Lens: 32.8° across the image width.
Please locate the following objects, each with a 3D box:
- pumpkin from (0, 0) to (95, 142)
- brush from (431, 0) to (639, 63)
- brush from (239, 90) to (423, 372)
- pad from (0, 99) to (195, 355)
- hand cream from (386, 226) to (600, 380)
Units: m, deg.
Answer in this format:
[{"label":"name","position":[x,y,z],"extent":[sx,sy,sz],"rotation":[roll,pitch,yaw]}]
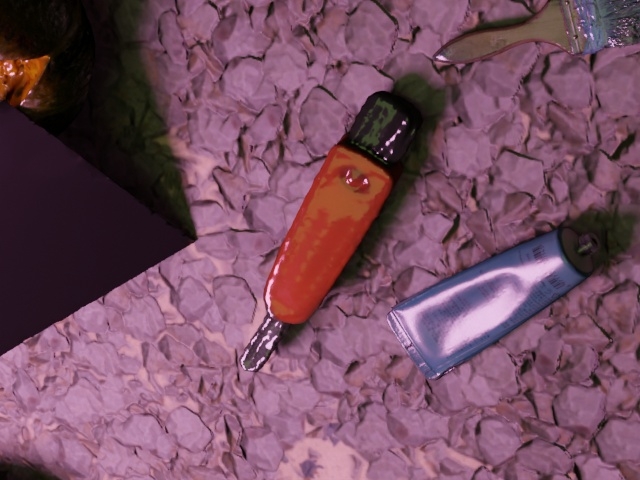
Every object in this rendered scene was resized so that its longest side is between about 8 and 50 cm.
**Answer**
[{"label":"pumpkin","position":[-0.334,-0.187,1.042],"extent":[0.237,0.159,0.238],"rotation":[-2,135,-2]},{"label":"brush","position":[0.183,-0.179,0.913],"extent":[0.196,0.021,0.070],"rotation":[-12,100,27]},{"label":"brush","position":[0.000,0.000,1.039],"extent":[0.070,0.051,0.323],"rotation":[33,114,3]},{"label":"pad","position":[-0.347,0.013,1.139],"extent":[0.367,0.007,0.247],"rotation":[-29,129,29]},{"label":"hand cream","position":[0.160,0.053,0.993],"extent":[0.224,0.048,0.083],"rotation":[-34,91,35]}]
